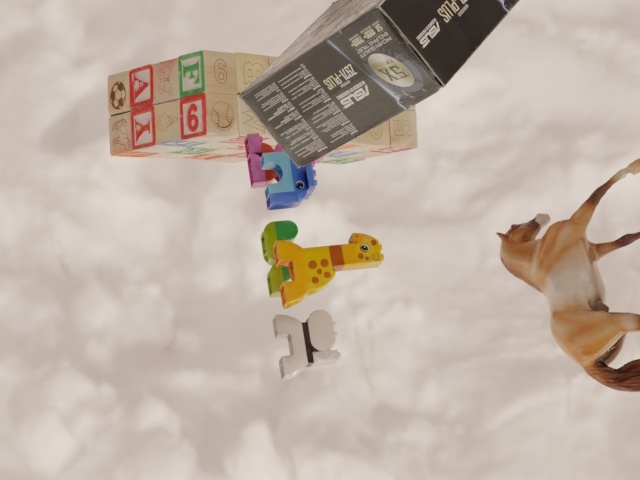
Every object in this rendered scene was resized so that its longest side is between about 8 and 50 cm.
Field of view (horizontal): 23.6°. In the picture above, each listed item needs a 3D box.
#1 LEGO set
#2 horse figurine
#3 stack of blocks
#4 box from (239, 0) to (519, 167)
[{"bbox_3d":[0.000,0.000,1.349,0.093,0.087,0.227,-6,75,-13],"label":"LEGO set"},{"bbox_3d":[0.266,0.045,1.444,0.174,0.066,0.263,-32,51,19],"label":"horse figurine"},{"bbox_3d":[-0.059,-0.137,1.654,0.297,0.087,0.171,1,-5,-41],"label":"stack of blocks"},{"bbox_3d":[0.049,-0.151,1.162,0.180,0.077,0.147,-26,18,49],"label":"box"}]
